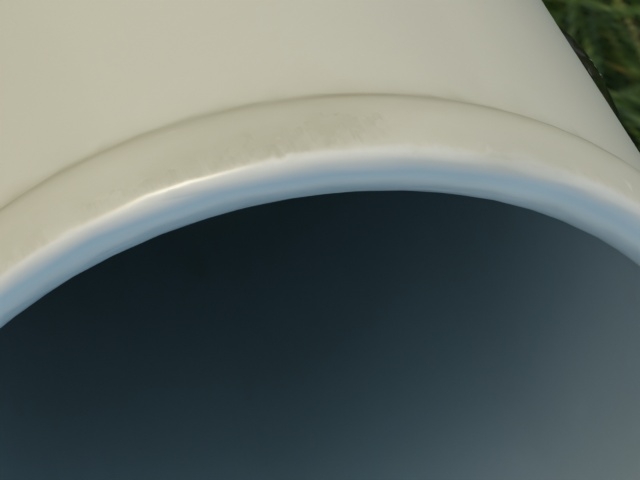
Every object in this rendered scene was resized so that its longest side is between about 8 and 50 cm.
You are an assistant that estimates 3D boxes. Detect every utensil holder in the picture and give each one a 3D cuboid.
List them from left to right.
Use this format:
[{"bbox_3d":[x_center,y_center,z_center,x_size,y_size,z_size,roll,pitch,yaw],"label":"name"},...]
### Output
[{"bbox_3d":[-0.041,-0.015,0.775,0.327,0.385,0.328,-8,130,-9],"label":"utensil holder"}]

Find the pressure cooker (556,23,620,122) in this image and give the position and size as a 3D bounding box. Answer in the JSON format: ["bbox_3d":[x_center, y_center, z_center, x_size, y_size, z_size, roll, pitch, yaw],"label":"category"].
[{"bbox_3d":[0.001,0.006,1.549,0.370,0.420,0.376,22,69,-48],"label":"pressure cooker"}]
